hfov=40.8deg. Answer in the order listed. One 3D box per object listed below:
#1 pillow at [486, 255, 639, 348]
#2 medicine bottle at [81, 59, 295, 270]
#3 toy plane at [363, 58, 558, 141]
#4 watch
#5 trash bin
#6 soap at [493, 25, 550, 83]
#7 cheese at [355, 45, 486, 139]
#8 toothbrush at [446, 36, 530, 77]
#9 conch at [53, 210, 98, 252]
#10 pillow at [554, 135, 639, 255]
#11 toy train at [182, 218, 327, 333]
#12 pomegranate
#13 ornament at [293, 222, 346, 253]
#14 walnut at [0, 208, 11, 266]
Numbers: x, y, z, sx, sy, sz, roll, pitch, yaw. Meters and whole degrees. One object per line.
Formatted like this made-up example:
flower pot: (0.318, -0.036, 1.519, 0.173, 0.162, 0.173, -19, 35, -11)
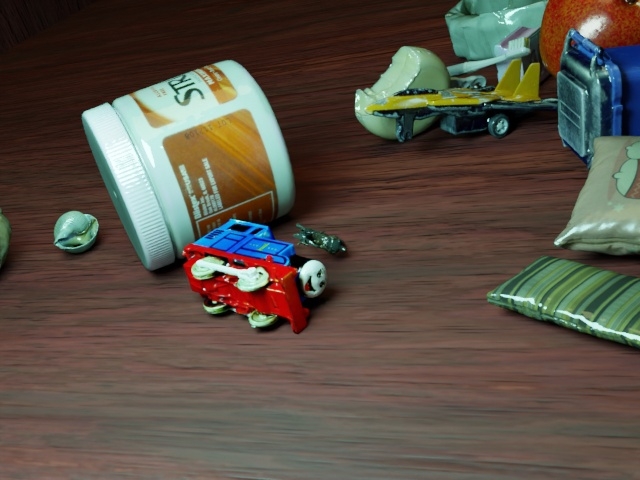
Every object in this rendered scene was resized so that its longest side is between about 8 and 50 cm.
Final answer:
pillow: (0.290, 0.063, 0.909, 0.113, 0.038, 0.203, -30, 31, -32)
medicine bottle: (-0.191, -0.113, 1.267, 0.241, 0.252, 0.252, -25, 28, -16)
toy plane: (0.214, -0.208, 1.375, 0.316, 0.103, 0.204, -17, 24, -20)
watch: (0.374, -0.449, 1.721, 0.241, 0.161, 0.253, -20, 26, 9)
trash bin: (0.457, -0.207, 1.188, 0.234, 0.184, 0.162, -10, 28, -1)
soap: (0.371, -0.328, 1.537, 0.056, 0.100, 0.149, 11, 36, 38)
cheese: (0.177, -0.238, 1.476, 0.249, 0.163, 0.071, 12, 23, -43)
toothbrush: (0.250, -0.311, 1.548, 0.025, 0.030, 0.342, 8, -7, -31)
conch: (-0.396, -0.007, 1.396, 0.076, 0.056, 0.085, 10, 53, 8)
pillow: (0.410, -0.054, 1.010, 0.223, 0.084, 0.236, 8, 37, 29)
toy train: (-0.082, 0.042, 1.103, 0.204, 0.082, 0.131, 12, 36, 42)
pomegranate: (0.459, -0.323, 1.375, 0.221, 0.221, 0.257, -11, -8, 10)
ornament: (0.000, 0.000, 1.137, 0.073, 0.028, 0.125, 20, 1, -4)
walnut: (-0.606, 0.015, 1.355, 0.230, 0.178, 0.178, -22, 25, 14)
